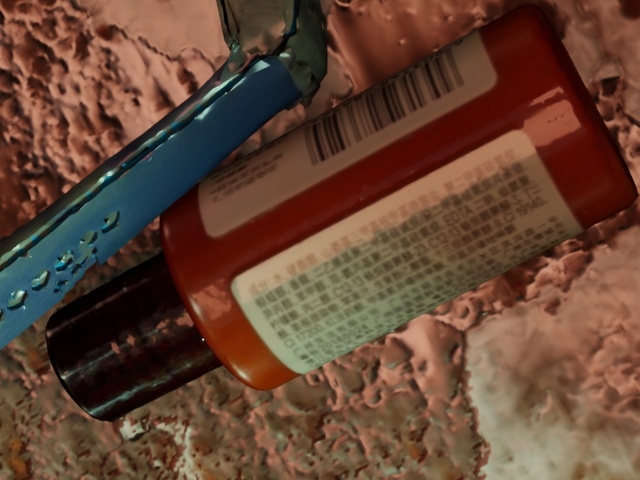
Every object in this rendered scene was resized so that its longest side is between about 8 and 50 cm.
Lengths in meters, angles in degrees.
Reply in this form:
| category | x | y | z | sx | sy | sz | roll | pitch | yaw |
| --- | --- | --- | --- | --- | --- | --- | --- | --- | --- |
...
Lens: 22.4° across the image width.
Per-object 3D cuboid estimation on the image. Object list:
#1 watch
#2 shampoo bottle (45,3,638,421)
| category | x | y | z | sx | sy | sz | roll | pitch | yaw |
| --- | --- | --- | --- | --- | --- | --- | --- | --- | --- |
| watch | -0.130 | -0.057 | 0.724 | 0.275 | 0.068 | 0.276 | -13 | 70 | 9 |
| shampoo bottle | 0.000 | 0.000 | 0.747 | 0.278 | 0.104 | 0.104 | -28 | 95 | 12 |
